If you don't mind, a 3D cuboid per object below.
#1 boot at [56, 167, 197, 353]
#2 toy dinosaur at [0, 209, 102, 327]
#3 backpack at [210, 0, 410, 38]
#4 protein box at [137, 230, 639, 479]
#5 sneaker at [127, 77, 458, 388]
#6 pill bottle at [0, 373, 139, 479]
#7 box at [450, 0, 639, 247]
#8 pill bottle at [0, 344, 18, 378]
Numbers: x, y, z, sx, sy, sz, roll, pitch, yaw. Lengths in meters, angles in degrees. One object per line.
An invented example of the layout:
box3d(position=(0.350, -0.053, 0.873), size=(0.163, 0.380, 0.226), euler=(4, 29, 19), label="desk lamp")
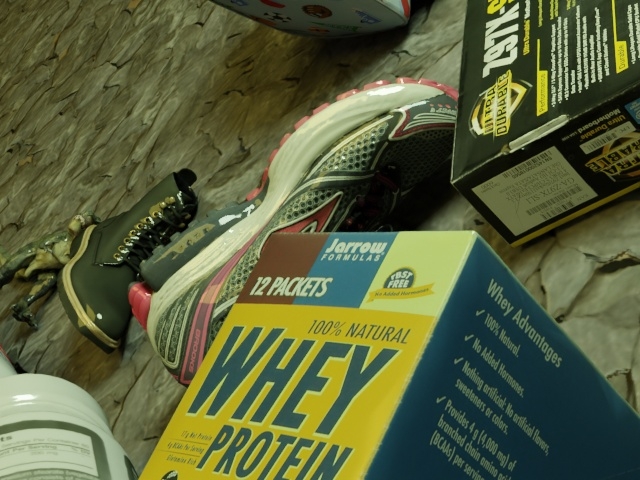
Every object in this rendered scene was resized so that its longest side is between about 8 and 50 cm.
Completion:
box3d(position=(-0.174, 0.009, 1.203), size=(0.137, 0.077, 0.198), euler=(-37, 31, 12), label="boot")
box3d(position=(-0.320, 0.035, 1.391), size=(0.268, 0.064, 0.118), euler=(-14, 37, 50), label="toy dinosaur")
box3d(position=(-0.013, -0.306, 1.194), size=(0.263, 0.276, 0.213), euler=(12, 78, 62), label="backpack")
box3d(position=(0.036, 0.133, 0.599), size=(0.136, 0.200, 0.201), euler=(0, 54, 47), label="protein box")
box3d(position=(0.000, 0.000, 0.942), size=(0.299, 0.121, 0.112), euler=(-42, 58, 11), label="sneaker")
box3d(position=(-0.194, 0.220, 0.871), size=(0.161, 0.161, 0.283), euler=(-46, 28, 6), label="pill bottle")
box3d(position=(0.219, -0.177, 0.866), size=(0.257, 0.079, 0.322), euler=(-30, 33, 33), label="box")
box3d(position=(-0.421, 0.139, 1.220), size=(0.229, 0.229, 0.408), euler=(-51, 28, -4), label="pill bottle")
